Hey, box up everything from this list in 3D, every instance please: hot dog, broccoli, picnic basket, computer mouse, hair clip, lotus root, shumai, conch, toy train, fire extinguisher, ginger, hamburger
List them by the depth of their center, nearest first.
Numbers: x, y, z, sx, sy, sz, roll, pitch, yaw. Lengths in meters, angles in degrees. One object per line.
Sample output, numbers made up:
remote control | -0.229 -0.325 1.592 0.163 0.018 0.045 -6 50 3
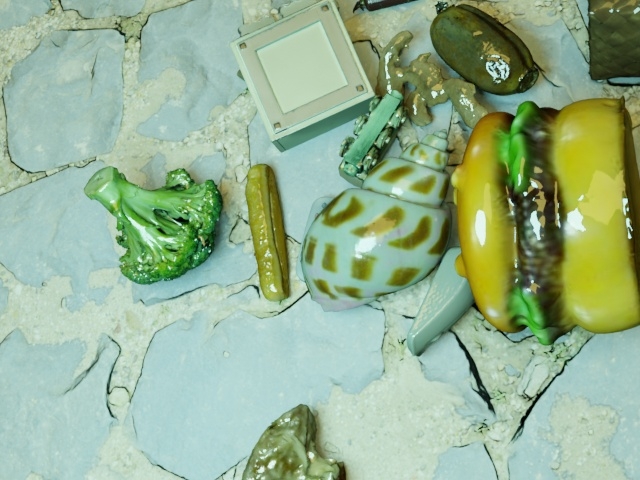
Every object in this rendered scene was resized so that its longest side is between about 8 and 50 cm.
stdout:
hamburger | 0.373 -0.024 1.168 0.277 0.395 0.396 -4 73 28
shumai | -0.036 0.405 1.254 0.153 0.161 0.209 25 64 21
picnic basket | 0.631 -0.431 1.266 0.321 0.291 0.254 3 75 22
computer mouse | 0.230 0.112 1.292 0.079 0.128 0.231 26 83 24
conch | 0.116 -0.034 1.315 0.249 0.197 0.368 28 70 19
broccoli | -0.337 -0.048 1.397 0.269 0.269 0.254 14 66 16
lotus root | 0.313 -0.370 1.404 0.124 0.123 0.241 -27 66 -36
toy train | 0.104 -0.200 1.408 0.080 0.125 0.194 31 80 11
hot dog | -0.107 -0.016 1.425 0.061 0.088 0.286 -13 69 14
ginger | 0.216 -0.290 1.427 0.258 0.065 0.149 41 122 13
fire extinguisher | 0.144 -0.525 1.534 0.157 0.045 0.078 -11 45 10
hair clip | -0.061 -0.457 1.550 0.220 0.054 0.140 -27 75 3

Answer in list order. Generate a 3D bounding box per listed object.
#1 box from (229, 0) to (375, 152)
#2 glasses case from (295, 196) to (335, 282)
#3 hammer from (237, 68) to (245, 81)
box | -0.032 -0.335 1.453 0.225 0.117 0.225 -24 84 5
glasses case | 0.000 0.000 1.415 0.067 0.045 0.178 11 78 12
hammer | -0.134 -0.391 1.571 0.035 0.019 0.110 39 80 19
